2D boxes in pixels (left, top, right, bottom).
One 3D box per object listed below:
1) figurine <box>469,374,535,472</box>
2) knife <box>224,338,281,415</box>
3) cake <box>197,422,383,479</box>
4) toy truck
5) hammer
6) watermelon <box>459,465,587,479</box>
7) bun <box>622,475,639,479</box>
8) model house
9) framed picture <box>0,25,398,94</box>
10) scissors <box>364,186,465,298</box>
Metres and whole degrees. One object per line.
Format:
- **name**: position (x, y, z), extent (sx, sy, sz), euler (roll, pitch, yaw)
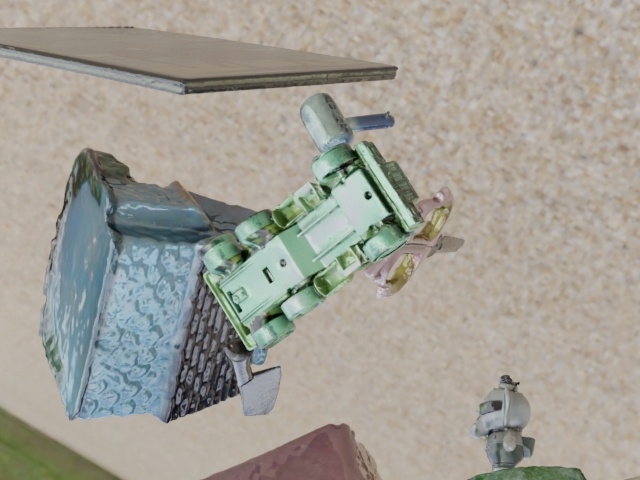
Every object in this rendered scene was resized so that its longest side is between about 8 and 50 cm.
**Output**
- **figurine**: position (0.357, 0.356, 2.273), extent (0.126, 0.192, 0.147), euler (4, 161, 13)
- **knife**: position (-0.074, 0.170, 1.392), extent (0.230, 0.060, 0.028), euler (87, 163, -61)
- **cake**: position (-0.029, 0.478, 1.911), extent (0.237, 0.309, 0.230), euler (55, -164, -44)
- **toy truck**: position (0.000, -0.001, 1.235), extent (0.259, 0.135, 0.128), euler (-40, 78, 37)
- **hammer**: position (0.059, -0.211, 2.080), extent (0.116, 0.194, 0.069), euler (61, 138, 22)
- **watermelon**: position (0.201, 0.363, 1.248), extent (0.260, 0.256, 0.176), euler (5, 176, -8)
- **bun**: position (0.376, 0.378, 1.368), extent (0.134, 0.220, 0.220), euler (55, 157, -12)
- **model house**: position (-0.220, 0.065, 1.795), extent (0.339, 0.360, 0.297), euler (6, -159, -25)
- **framed picture**: position (-0.145, -0.163, 1.019), extent (0.347, 0.016, 0.265), euler (15, -161, 38)
- **scissors**: position (0.134, 0.005, 1.471), extent (0.024, 0.160, 0.317), euler (35, -169, 18)
